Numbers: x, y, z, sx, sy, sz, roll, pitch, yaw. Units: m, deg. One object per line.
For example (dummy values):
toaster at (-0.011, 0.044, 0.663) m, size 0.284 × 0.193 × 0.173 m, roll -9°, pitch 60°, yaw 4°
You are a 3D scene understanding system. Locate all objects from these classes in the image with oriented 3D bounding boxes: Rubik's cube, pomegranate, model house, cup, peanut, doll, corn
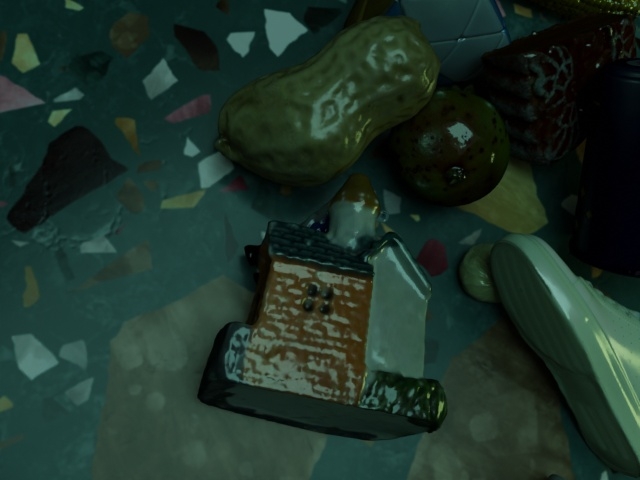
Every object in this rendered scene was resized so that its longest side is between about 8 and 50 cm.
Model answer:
Rubik's cube at (0.163, -0.322, 1.061) m, size 0.254 × 0.254 × 0.254 m, roll 2°, pitch 78°, yaw -11°
pomegranate at (0.172, -0.138, 1.016) m, size 0.159 × 0.159 × 0.205 m, roll 23°, pitch 45°, yaw -6°
model house at (0.017, 0.072, 0.917) m, size 0.271 × 0.190 × 0.301 m, roll 14°, pitch 73°, yaw -9°
cup at (0.434, -0.112, 1.024) m, size 0.178 × 0.255 × 0.256 m, roll 3°, pitch 109°, yaw 7°
peanut at (0.013, -0.157, 0.944) m, size 0.291 × 0.143 × 0.159 m, roll -27°, pitch 74°, yaw 11°
doll at (0.000, 0.000, 0.989) m, size 0.195 × 0.070 × 0.096 m, roll -23°, pitch 114°, yaw -13°
corn at (0.362, -0.383, 1.130) m, size 0.262 × 0.097 × 0.097 m, roll 16°, pitch 75°, yaw -6°

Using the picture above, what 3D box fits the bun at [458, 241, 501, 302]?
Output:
bun at (0.230, 0.042, 1.031) m, size 0.086 × 0.055 × 0.086 m, roll 2°, pitch 80°, yaw -10°

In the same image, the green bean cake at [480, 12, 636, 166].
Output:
green bean cake at (0.335, -0.227, 1.040) m, size 0.233 × 0.097 × 0.198 m, roll -38°, pitch 132°, yaw -20°

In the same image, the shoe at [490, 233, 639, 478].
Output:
shoe at (0.366, 0.119, 0.988) m, size 0.160 × 0.132 × 0.363 m, roll -36°, pitch 101°, yaw -20°

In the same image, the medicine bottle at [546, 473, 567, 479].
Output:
medicine bottle at (0.289, 0.351, 0.974) m, size 0.091 × 0.058 × 0.058 m, roll -41°, pitch 89°, yaw -17°
